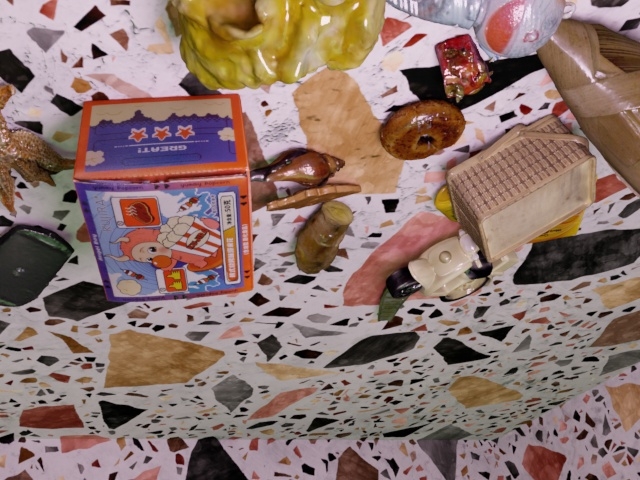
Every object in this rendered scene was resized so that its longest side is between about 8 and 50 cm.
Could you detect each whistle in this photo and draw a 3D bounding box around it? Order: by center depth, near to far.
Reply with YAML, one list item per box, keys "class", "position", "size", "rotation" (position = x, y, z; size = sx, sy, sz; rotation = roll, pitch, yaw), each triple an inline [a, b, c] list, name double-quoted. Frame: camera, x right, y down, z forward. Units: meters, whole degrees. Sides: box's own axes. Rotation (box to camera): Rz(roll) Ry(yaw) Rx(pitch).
- class: "whistle"
  position: [0.276, -0.411, 1.189]
  size: [0.347, 0.189, 0.189]
  rotation: [6, 146, -5]

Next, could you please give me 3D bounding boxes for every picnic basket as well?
- class: "picnic basket"
  position: [0.472, -0.128, 1.625]
  size: [0.312, 0.175, 0.228]
  rotation: [-30, 146, 2]

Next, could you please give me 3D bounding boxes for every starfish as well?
- class: "starfish"
  position: [-0.642, -0.161, 1.395]
  size: [0.301, 0.084, 0.293]
  rotation: [-22, 145, 11]

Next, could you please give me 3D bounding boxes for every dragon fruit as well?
- class: "dragon fruit"
  position: [0.289, -0.327, 1.373]
  size: [0.102, 0.096, 0.147]
  rotation: [-26, 146, 18]

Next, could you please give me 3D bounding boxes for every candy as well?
- class: "candy"
  position: [0.331, -0.381, 1.370]
  size: [0.030, 0.020, 0.083]
  rotation: [-33, 140, 27]

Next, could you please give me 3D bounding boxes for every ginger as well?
- class: "ginger"
  position: [0.000, 0.000, 1.794]
  size: [0.116, 0.109, 0.263]
  rotation: [25, 140, -4]

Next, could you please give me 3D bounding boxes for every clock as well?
- class: "clock"
  position: [0.381, 0.080, 1.967]
  size: [0.276, 0.120, 0.379]
  rotation: [-40, 152, 30]

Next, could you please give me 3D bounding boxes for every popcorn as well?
- class: "popcorn"
  position: [-0.067, -0.388, 1.071]
  size: [0.334, 0.293, 0.293]
  rotation: [-8, -168, -5]

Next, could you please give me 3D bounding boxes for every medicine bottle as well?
- class: "medicine bottle"
  position: [0.386, -0.077, 1.818]
  size: [0.095, 0.064, 0.260]
  rotation: [-40, 144, 15]

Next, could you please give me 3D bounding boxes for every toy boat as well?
- class: "toy boat"
  position: [0.240, 0.162, 2.156]
  size: [0.093, 0.055, 0.293]
  rotation: [2, 144, -18]

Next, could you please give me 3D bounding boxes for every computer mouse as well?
- class: "computer mouse"
  position: [-0.745, 0.055, 1.707]
  size: [0.295, 0.087, 0.168]
  rotation: [-40, 132, 20]

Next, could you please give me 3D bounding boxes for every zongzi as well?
- class: "zongzi"
  position: [0.596, -0.189, 1.294]
  size: [0.466, 0.500, 0.218]
  rotation: [12, 136, -30]

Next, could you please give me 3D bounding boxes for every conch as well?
- class: "conch"
  position: [-0.045, -0.165, 1.543]
  size: [0.232, 0.086, 0.080]
  rotation: [8, 143, -28]

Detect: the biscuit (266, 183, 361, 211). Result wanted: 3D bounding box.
- class: "biscuit"
  position: [-0.014, -0.106, 1.651]
  size: [0.250, 0.035, 0.162]
  rotation: [-11, 178, -23]

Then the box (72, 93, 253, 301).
- class: "box"
  position: [-0.302, -0.080, 1.402]
  size: [0.318, 0.257, 0.349]
  rotation: [-3, 137, -8]

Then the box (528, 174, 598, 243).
- class: "box"
  position: [0.650, -0.089, 1.886]
  size: [0.152, 0.044, 0.269]
  rotation: [-9, 147, 0]

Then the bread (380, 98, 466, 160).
- class: "bread"
  position: [0.224, -0.244, 1.521]
  size: [0.193, 0.064, 0.193]
  rotation: [-10, 153, -5]
